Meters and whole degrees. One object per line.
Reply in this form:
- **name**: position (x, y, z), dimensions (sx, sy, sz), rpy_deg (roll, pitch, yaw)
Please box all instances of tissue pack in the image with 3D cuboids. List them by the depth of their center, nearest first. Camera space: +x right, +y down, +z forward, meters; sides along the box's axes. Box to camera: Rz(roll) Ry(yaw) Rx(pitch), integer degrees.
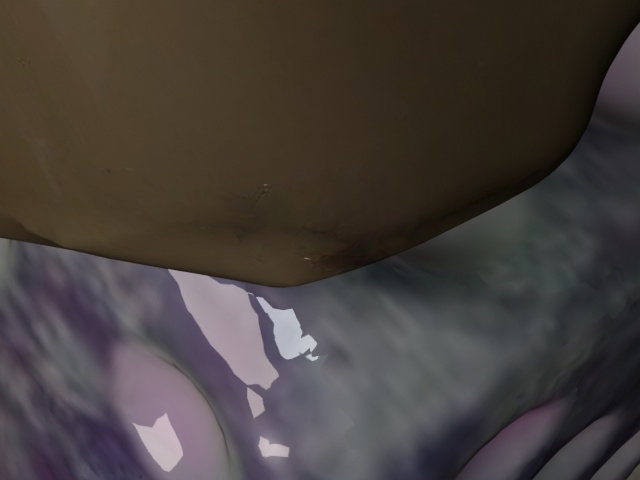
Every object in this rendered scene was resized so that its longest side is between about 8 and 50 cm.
- **tissue pack**: position (0.021, -0.185, 0.464), dimensions (0.267, 0.387, 0.277), rpy_deg (7, 121, 54)

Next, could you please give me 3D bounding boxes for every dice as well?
- **dice**: position (0.000, 0.000, 0.763), dimensions (0.270, 0.270, 0.271), rpy_deg (44, 145, 21)
